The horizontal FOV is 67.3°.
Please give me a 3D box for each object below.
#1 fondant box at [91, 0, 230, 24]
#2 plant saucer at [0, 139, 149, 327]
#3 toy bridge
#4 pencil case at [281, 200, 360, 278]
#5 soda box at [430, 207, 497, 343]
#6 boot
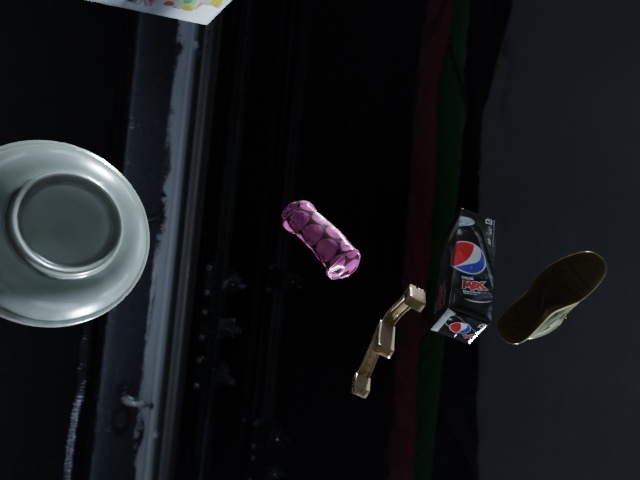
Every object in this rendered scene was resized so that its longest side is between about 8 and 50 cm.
[{"bbox_3d":[-0.064,-0.232,0.226,0.096,0.238,0.330,53,-160,-8],"label":"fondant box"},{"bbox_3d":[-0.531,-0.027,0.992,0.400,0.100,0.401,14,-111,-41],"label":"plant saucer"},{"bbox_3d":[0.091,0.137,0.673,0.063,0.026,0.188,-71,6,-63],"label":"toy bridge"},{"bbox_3d":[0.000,0.000,1.054,0.095,0.209,0.098,-18,-45,-26],"label":"pencil case"},{"bbox_3d":[0.184,0.040,0.612,0.060,0.053,0.169,109,-179,-50],"label":"soda box"},{"bbox_3d":[0.433,0.109,0.888,0.213,0.077,0.165,-48,-31,18],"label":"boot"}]
